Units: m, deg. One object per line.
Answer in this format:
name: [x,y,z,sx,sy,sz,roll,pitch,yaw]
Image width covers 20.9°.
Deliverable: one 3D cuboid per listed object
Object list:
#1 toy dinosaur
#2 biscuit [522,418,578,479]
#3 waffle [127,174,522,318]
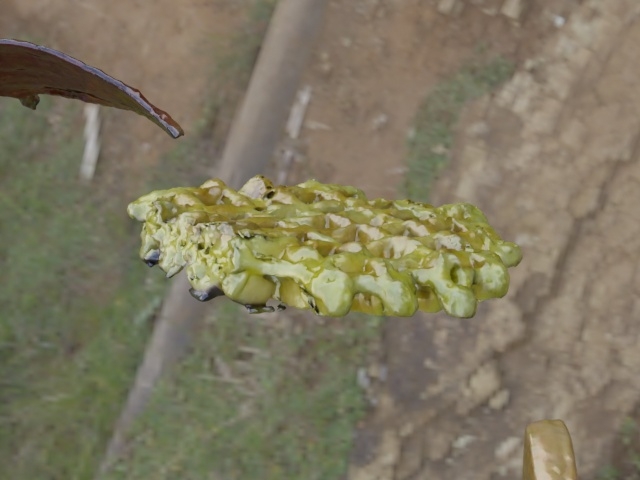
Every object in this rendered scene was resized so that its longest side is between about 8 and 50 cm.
toy dinosaur: [-0.256,-0.004,0.928,0.113,0.327,0.206,59,152,14]
biscuit: [0.122,0.202,0.876,0.029,0.142,0.220,-2,68,1]
waffle: [0.000,0.004,1.313,0.307,0.312,0.060,4,101,3]
